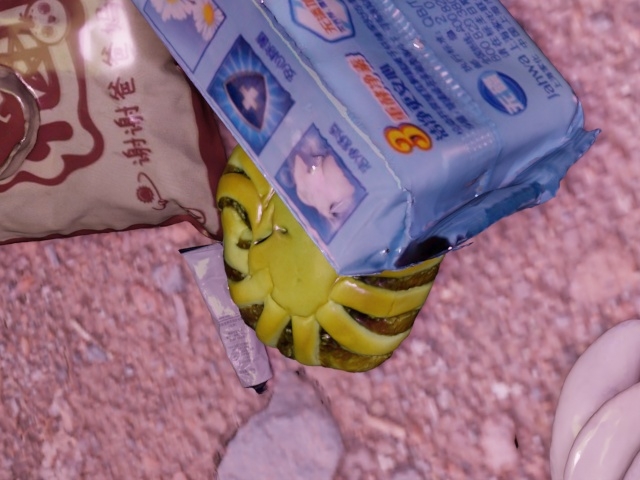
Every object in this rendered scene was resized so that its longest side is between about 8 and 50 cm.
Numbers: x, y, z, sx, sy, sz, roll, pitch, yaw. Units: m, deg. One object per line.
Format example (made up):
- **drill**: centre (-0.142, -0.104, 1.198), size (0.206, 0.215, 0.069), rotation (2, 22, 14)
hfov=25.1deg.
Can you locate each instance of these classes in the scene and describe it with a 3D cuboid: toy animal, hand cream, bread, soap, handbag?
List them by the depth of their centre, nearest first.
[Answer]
- **toy animal**: centre (0.109, 0.148, 0.683), size (0.130, 0.104, 0.221), rotation (3, 98, 1)
- **soap**: centre (0.000, -0.114, 0.688), size (0.293, 0.156, 0.077), rotation (54, 137, 14)
- **bread**: centre (0.000, 0.000, 0.758), size (0.130, 0.071, 0.139), rotation (21, 107, 22)
- **handbag**: centre (-0.164, -0.088, 0.806), size (0.235, 0.127, 0.213), rotation (-7, 109, 11)
- **hand cream**: centre (-0.050, 0.044, 0.814), size (0.030, 0.019, 0.093), rotation (-16, 99, 32)
